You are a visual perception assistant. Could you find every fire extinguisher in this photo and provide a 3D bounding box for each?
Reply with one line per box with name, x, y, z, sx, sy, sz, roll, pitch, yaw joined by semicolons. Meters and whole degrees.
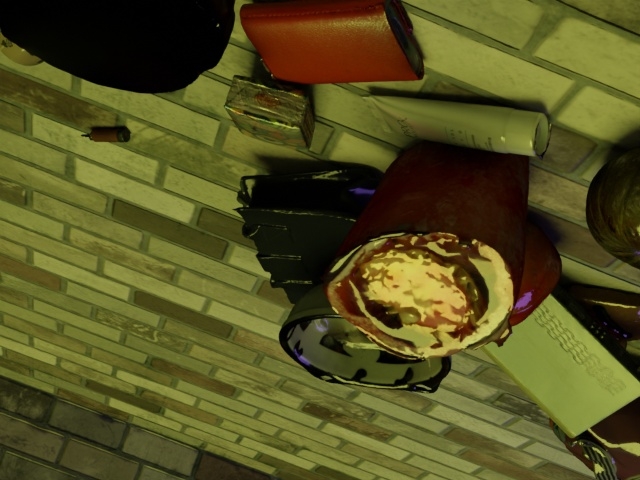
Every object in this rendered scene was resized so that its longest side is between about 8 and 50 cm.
fire extinguisher;-0.347;-0.170;1.763;0.083;0.022;0.028;4;-174;29

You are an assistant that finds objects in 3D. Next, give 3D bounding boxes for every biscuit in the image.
biscuit;0.418;0.138;1.829;0.278;0.043;0.301;28;152;-19

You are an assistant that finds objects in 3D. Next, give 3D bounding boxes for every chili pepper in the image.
chili pepper;0.158;-0.020;1.467;0.229;0.305;0.251;38;136;-19

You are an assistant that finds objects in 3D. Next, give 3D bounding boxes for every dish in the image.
dish;0.079;0.133;1.733;0.303;0.120;0.303;9;152;5

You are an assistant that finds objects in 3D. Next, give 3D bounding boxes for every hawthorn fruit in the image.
hawthorn fruit;0.264;0.064;1.625;0.157;0.194;0.157;25;160;10

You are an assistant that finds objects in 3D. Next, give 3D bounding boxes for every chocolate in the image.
chocolate;-0.218;-0.311;1.230;0.284;0.186;0.283;7;156;3

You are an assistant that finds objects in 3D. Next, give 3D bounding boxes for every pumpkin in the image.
pumpkin;0.440;-0.040;1.368;0.219;0.162;0.219;31;177;2

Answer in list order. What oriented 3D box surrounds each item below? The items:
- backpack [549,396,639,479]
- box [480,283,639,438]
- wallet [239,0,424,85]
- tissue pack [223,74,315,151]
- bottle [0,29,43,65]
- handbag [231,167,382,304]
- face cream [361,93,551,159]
backpack;0.553;0.349;1.972;0.283;0.197;0.317;10;155;11
box;0.380;0.177;1.770;0.270;0.045;0.211;44;132;3
wallet;0.016;-0.247;1.356;0.205;0.045;0.142;2;149;29
tissue pack;-0.065;-0.171;1.488;0.109;0.060;0.148;15;175;4
bottle;-0.366;-0.302;1.456;0.099;0.098;0.152;34;147;-27
handbag;0.000;0.000;1.762;0.269;0.118;0.325;2;149;17
face cream;0.176;-0.153;1.426;0.244;0.058;0.092;11;158;29
